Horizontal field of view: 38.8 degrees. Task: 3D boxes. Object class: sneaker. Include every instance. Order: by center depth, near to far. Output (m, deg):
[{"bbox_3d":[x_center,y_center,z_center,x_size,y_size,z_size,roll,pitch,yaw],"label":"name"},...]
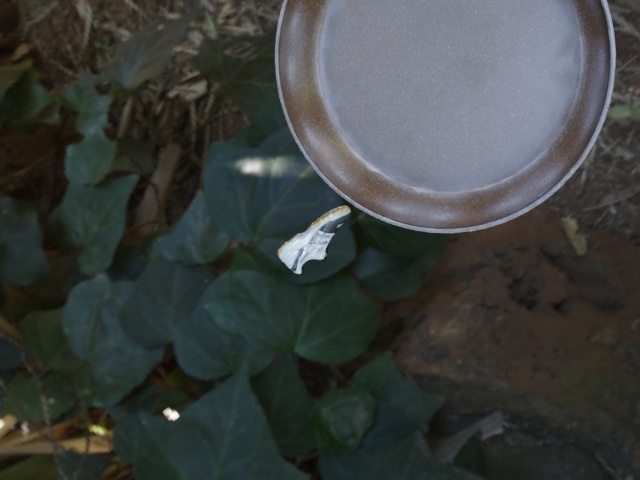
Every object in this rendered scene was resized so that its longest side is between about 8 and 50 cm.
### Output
[{"bbox_3d":[0.000,0.000,0.878,0.083,0.032,0.037,-36,94,9],"label":"sneaker"}]

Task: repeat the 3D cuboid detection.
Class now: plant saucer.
[{"bbox_3d":[0.109,-0.161,0.832,0.310,0.050,0.311,7,109,20],"label":"plant saucer"}]
